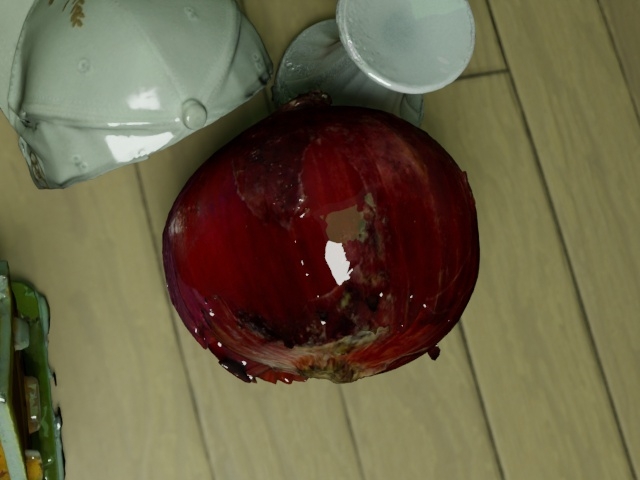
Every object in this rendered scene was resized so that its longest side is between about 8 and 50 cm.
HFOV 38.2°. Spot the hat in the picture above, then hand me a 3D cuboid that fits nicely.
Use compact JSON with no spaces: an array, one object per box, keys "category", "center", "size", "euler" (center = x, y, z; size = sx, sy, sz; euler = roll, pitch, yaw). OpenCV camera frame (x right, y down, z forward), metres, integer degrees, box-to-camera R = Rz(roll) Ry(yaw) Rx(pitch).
[{"category":"hat","center":[-0.197,-0.209,0.833],"size":[0.258,0.168,0.301],"euler":[-35,90,-20]}]

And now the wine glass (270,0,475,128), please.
[{"category":"wine glass","center":[0.053,-0.168,0.882],"size":[0.165,0.196,0.165],"euler":[4,76,-17]}]

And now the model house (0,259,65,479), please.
[{"category":"model house","center":[-0.304,0.189,0.647],"size":[0.242,0.313,0.357],"euler":[-4,81,-14]}]

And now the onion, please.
[{"category":"onion","center":[0.000,0.000,0.795],"size":[0.276,0.276,0.276],"euler":[3,78,-15]}]
